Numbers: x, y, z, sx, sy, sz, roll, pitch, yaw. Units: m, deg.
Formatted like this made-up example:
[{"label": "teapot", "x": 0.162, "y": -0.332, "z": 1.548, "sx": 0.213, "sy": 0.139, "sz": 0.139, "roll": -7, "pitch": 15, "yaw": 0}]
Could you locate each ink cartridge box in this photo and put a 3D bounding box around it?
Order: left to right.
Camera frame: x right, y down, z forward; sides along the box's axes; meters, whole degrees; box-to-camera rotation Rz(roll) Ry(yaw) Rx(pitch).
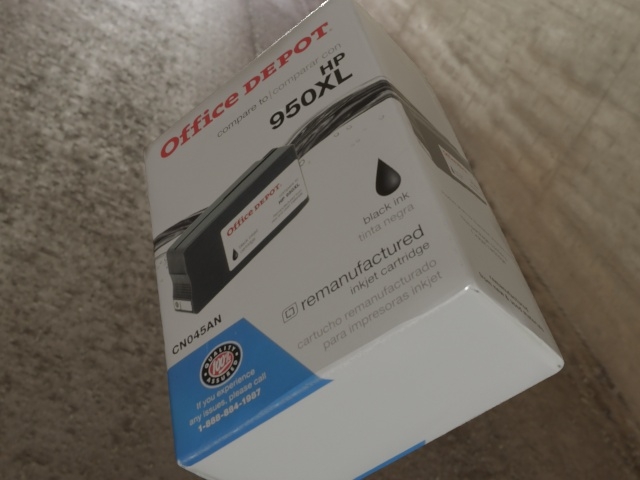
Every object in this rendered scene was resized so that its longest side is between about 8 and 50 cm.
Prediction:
[{"label": "ink cartridge box", "x": 0.000, "y": 0.000, "z": 0.828, "sx": 0.166, "sy": 0.286, "sz": 0.394, "roll": 38, "pitch": 25, "yaw": -42}]
